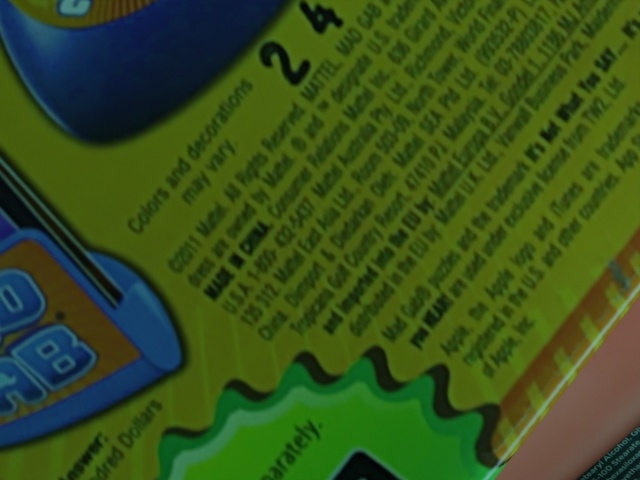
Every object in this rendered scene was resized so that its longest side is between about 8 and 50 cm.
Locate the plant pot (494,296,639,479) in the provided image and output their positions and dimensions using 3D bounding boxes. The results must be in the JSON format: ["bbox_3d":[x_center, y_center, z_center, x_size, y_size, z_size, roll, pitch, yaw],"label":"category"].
[{"bbox_3d":[0.086,0.012,1.055,0.275,0.243,0.275,38,3,-3],"label":"plant pot"}]

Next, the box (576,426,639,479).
[{"bbox_3d":[0.256,0.075,1.634,0.395,0.212,0.293,35,20,-26],"label":"box"}]

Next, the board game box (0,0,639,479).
[{"bbox_3d":[-0.047,-0.125,0.630,0.356,0.356,0.356,38,4,-2],"label":"board game box"}]
